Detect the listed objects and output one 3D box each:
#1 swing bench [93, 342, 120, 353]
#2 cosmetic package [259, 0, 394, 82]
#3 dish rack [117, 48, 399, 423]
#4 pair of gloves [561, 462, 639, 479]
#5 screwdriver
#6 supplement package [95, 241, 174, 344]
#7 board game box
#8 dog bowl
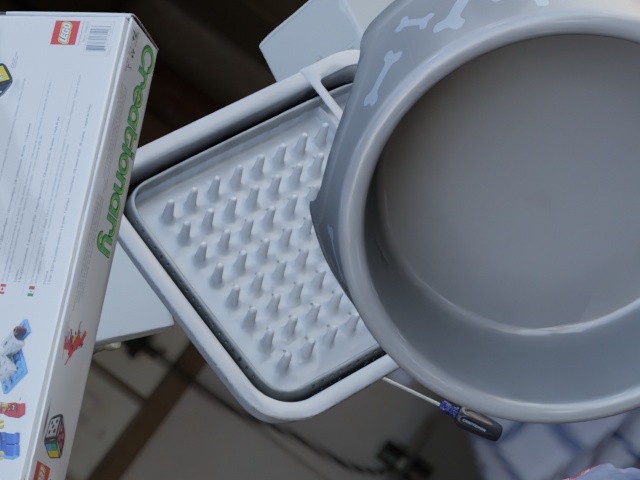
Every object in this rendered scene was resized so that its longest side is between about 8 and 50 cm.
[{"bbox_3d":[-0.401,0.154,2.335,0.253,0.165,0.255,-22,29,48],"label":"swing bench"},{"bbox_3d":[0.062,-0.184,2.001,0.151,0.184,0.151,-17,-13,-44],"label":"cosmetic package"},{"bbox_3d":[0.000,0.000,1.560,0.333,0.285,0.072,-28,-20,-30],"label":"dish rack"},{"bbox_3d":[0.270,0.172,1.417,0.198,0.023,0.159,-22,4,-14],"label":"pair of gloves"},{"bbox_3d":[0.111,0.161,1.857,0.025,0.170,0.024,-55,8,45],"label":"screwdriver"},{"bbox_3d":[-0.220,0.015,1.873,0.105,0.179,0.105,-11,-4,-6],"label":"supplement package"},{"bbox_3d":[-0.222,0.006,1.092,0.053,0.193,0.305,53,-136,-62],"label":"board game box"},{"bbox_3d":[0.164,-0.027,1.260,0.349,0.348,0.102,-52,16,19],"label":"dog bowl"}]
